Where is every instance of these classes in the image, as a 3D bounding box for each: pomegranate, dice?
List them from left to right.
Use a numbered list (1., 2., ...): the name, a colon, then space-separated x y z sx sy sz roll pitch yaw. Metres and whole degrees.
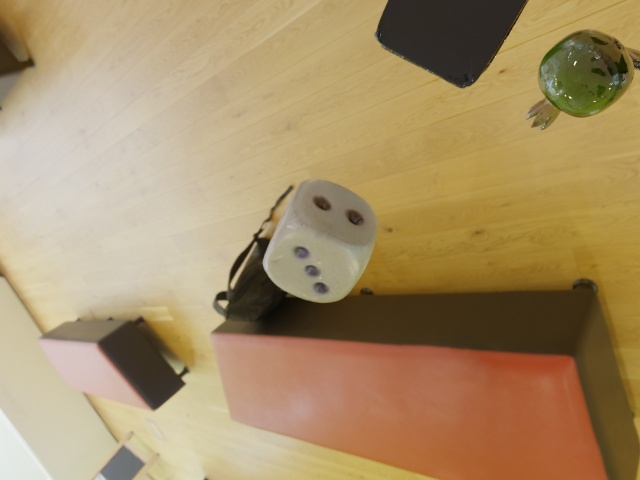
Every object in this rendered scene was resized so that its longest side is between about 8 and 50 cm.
1. dice: 0.000 0.000 0.981 0.192 0.194 0.193 26 132 -7
2. pomegranate: 0.545 -0.335 1.008 0.187 0.187 0.225 45 136 8

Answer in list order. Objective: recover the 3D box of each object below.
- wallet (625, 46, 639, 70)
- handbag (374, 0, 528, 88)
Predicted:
1. wallet: 0.871 -0.447 1.206 0.230 0.124 0.042 15 130 -9
2. handbag: 0.335 -0.588 1.150 0.304 0.122 0.329 31 130 7
